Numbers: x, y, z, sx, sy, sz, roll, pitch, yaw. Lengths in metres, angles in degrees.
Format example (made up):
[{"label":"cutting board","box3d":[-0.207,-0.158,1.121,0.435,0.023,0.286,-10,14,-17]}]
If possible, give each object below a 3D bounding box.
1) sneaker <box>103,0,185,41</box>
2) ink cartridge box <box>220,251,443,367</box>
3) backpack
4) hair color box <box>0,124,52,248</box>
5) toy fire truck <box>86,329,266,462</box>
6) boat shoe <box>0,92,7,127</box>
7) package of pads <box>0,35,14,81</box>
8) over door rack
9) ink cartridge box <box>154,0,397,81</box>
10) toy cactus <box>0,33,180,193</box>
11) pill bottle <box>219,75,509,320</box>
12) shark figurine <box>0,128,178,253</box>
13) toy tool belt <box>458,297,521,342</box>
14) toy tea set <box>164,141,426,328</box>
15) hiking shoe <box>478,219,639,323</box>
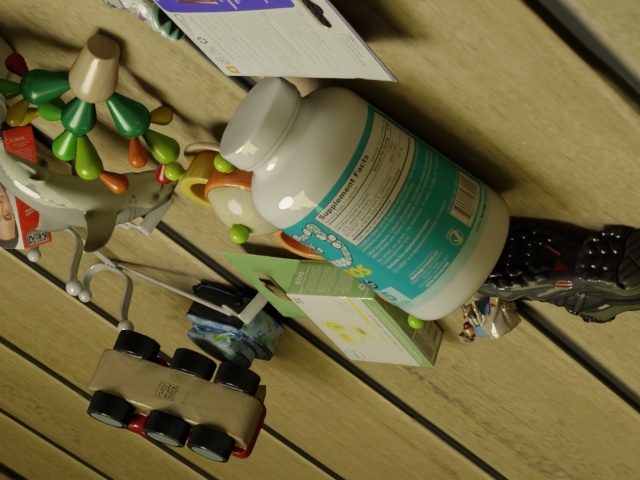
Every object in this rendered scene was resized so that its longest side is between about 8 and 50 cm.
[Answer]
[{"label":"sneaker","box3d":[-0.171,-0.221,1.672,0.069,0.038,0.098,2,140,49]},{"label":"ink cartridge box","box3d":[0.007,0.081,2.145,0.235,0.056,0.171,2,151,33]},{"label":"backpack","box3d":[-0.110,0.118,2.348,0.105,0.084,0.114,12,161,42]},{"label":"hair color box","box3d":[-0.364,-0.062,2.139,0.043,0.141,0.072,-17,-169,-41]},{"label":"toy fire truck","box3d":[-0.166,0.213,2.380,0.217,0.158,0.246,16,161,14]},{"label":"boat shoe","box3d":[-0.445,-0.083,1.912,0.320,0.103,0.118,-15,134,45]},{"label":"package of pads","box3d":[-0.473,-0.242,1.868,0.229,0.101,0.296,14,159,29]},{"label":"over door rack","box3d":[-0.259,0.026,2.264,0.324,0.108,0.239,7,153,40]},{"label":"ink cartridge box","box3d":[-0.056,-0.211,1.547,0.208,0.045,0.206,7,153,41]},{"label":"toy cactus","box3d":[-0.236,-0.147,1.870,0.219,0.112,0.180,28,141,-1]},{"label":"pill bottle","box3d":[0.037,-0.047,1.695,0.264,0.146,0.146,34,158,-20]},{"label":"shark figurine","box3d":[-0.312,-0.060,2.004,0.278,0.166,0.116,27,142,-12]},{"label":"toy tool belt","box3d":[0.179,0.079,1.991,0.083,0.052,0.051,-13,106,55]},{"label":"toy tea set","box3d":[0.000,0.000,1.854,0.336,0.124,0.200,25,156,-13]},{"label":"hiking shoe","box3d":[0.240,0.044,1.768,0.227,0.086,0.114,5,148,41]}]
